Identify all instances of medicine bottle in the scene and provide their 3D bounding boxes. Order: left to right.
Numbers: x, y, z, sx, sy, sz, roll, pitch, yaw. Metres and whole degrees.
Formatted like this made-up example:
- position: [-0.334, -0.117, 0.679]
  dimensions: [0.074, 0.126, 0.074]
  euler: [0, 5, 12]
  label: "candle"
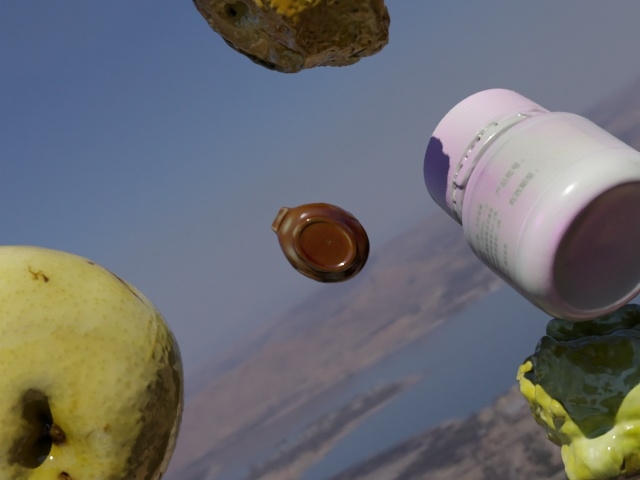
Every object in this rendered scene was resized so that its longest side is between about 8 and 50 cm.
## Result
- position: [0.316, -0.061, 1.884]
  dimensions: [0.256, 0.256, 0.325]
  euler: [-31, 38, -13]
  label: "medicine bottle"

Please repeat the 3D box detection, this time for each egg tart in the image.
- position: [-0.066, -0.327, 1.781]
  dimensions: [0.129, 0.341, 0.341]
  euler: [-60, 8, -18]
  label: "egg tart"

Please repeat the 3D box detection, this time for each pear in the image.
- position: [-0.285, 0.152, 1.295]
  dimensions: [0.309, 0.309, 0.309]
  euler: [-31, -1, -1]
  label: "pear"

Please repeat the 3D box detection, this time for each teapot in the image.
- position: [0.000, 0.000, 1.689]
  dimensions: [0.078, 0.129, 0.098]
  euler: [-136, 71, -84]
  label: "teapot"

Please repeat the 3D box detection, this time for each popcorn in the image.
- position: [0.466, 0.242, 2.073]
  dimensions: [0.312, 0.312, 0.312]
  euler: [-31, -1, -1]
  label: "popcorn"
